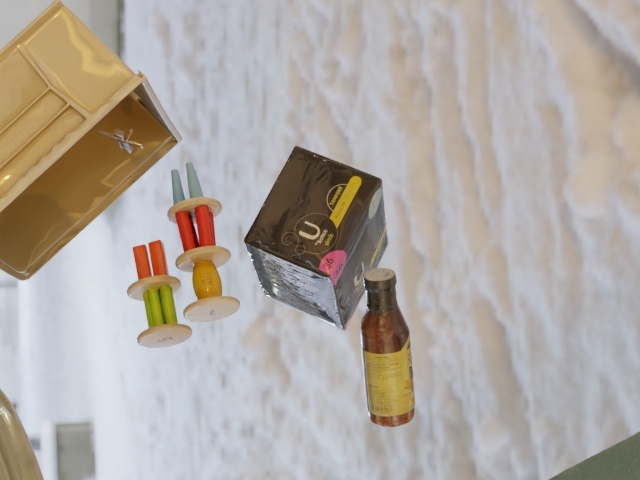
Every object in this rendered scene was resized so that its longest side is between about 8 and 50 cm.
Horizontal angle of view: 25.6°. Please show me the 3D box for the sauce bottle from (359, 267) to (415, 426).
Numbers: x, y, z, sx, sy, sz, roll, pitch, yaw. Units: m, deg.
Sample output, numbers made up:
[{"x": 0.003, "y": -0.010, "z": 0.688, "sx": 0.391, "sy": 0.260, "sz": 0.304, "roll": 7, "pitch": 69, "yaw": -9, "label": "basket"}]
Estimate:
[{"x": 0.052, "y": 0.085, "z": 1.121, "sx": 0.042, "sy": 0.042, "sz": 0.128, "roll": -124, "pitch": 27, "yaw": -64, "label": "sauce bottle"}]

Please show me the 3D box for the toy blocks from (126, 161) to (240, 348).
[{"x": -0.137, "y": 0.012, "z": 1.323, "sx": 0.123, "sy": 0.054, "sz": 0.148, "roll": -29, "pitch": 63, "yaw": 37, "label": "toy blocks"}]

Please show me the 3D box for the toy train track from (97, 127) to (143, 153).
[{"x": -0.200, "y": -0.104, "z": 1.433, "sx": 0.083, "sy": 0.048, "sz": 0.014, "roll": 102, "pitch": -172, "yaw": -81, "label": "toy train track"}]

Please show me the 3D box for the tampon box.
[{"x": 0.000, "y": 0.000, "z": 1.466, "sx": 0.120, "sy": 0.101, "sz": 0.161, "roll": -63, "pitch": -15, "yaw": -18, "label": "tampon box"}]

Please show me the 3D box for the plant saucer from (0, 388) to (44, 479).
[{"x": -0.301, "y": 0.322, "z": 1.213, "sx": 0.400, "sy": 0.101, "sz": 0.400, "roll": 171, "pitch": 90, "yaw": -66, "label": "plant saucer"}]

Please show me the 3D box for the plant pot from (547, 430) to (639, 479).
[{"x": 0.348, "y": 0.292, "z": 1.085, "sx": 0.248, "sy": 0.247, "sz": 0.252, "roll": -37, "pitch": 33, "yaw": 33, "label": "plant pot"}]

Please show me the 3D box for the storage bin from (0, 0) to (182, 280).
[{"x": -0.295, "y": -0.089, "z": 1.462, "sx": 0.123, "sy": 0.260, "sz": 0.262, "roll": 46, "pitch": 176, "yaw": 7, "label": "storage bin"}]
